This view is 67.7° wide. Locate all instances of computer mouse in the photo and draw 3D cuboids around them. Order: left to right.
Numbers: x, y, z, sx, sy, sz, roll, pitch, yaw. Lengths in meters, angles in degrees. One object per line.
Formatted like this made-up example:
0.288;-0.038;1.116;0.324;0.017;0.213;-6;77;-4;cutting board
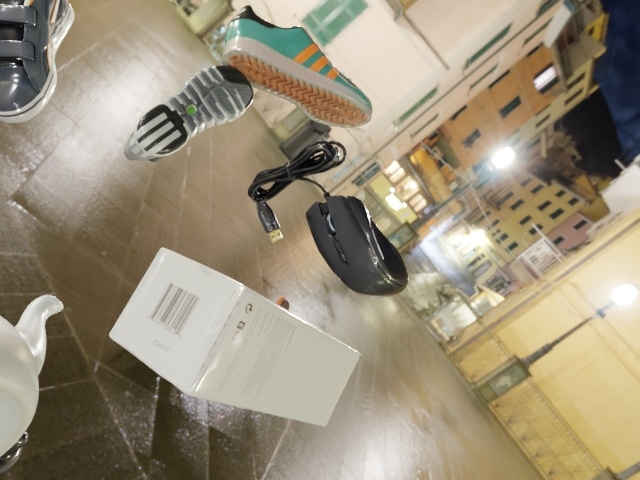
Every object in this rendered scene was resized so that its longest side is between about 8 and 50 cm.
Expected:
0.000;0.000;0.681;0.262;0.184;0.060;59;37;-22;computer mouse

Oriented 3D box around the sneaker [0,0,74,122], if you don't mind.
-0.562;-0.376;0.884;0.127;0.126;0.321;88;1;-65;sneaker

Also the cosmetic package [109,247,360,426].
-0.110;0.168;0.766;0.197;0.155;0.365;18;-16;37;cosmetic package

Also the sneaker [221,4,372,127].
-0.022;-0.303;0.836;0.302;0.108;0.121;19;69;-34;sneaker

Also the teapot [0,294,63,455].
-0.447;0.141;0.500;0.187;0.252;0.256;49;-5;32;teapot

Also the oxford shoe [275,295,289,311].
-0.103;0.264;1.199;0.098;0.097;0.271;19;49;-10;oxford shoe

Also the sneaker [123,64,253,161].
-0.215;-0.191;0.742;0.228;0.132;0.086;-44;111;-39;sneaker

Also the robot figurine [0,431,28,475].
-0.651;0.371;0.840;0.174;0.278;0.209;58;5;-3;robot figurine
